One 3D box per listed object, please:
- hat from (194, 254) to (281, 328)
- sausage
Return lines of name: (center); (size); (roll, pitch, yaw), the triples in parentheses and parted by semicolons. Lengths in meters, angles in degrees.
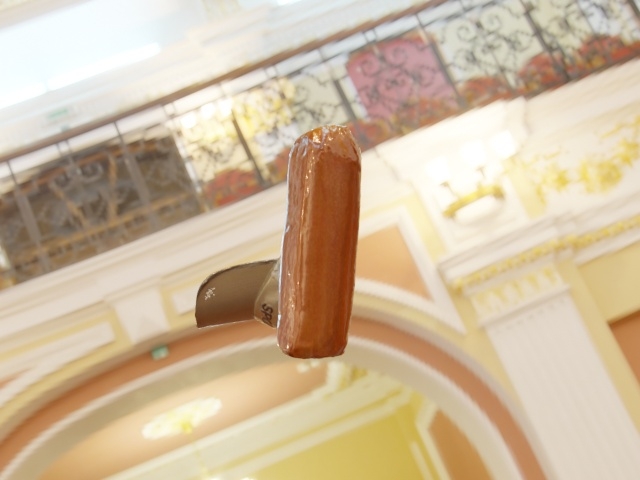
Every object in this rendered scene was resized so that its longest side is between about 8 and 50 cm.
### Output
hat: (-0.070, 0.091, 1.536); (0.175, 0.085, 0.147); (-16, -36, -7)
sausage: (0.000, 0.000, 0.683); (0.039, 0.131, 0.041); (4, 2, -28)
